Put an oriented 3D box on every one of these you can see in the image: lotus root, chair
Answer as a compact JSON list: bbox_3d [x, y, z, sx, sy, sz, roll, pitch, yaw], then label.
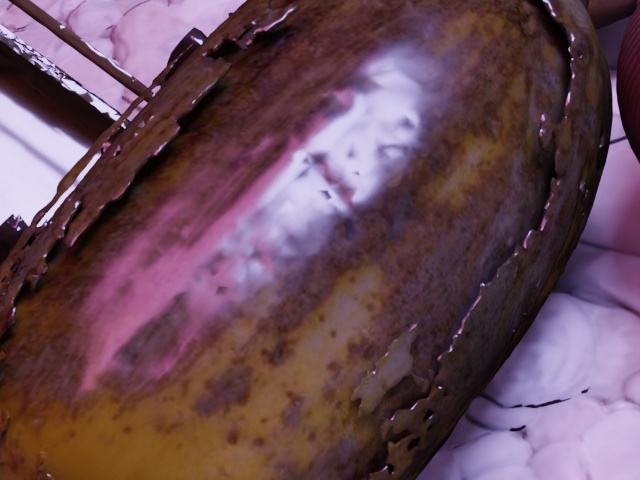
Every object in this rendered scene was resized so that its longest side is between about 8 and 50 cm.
[{"bbox_3d":[0.000,0.000,0.696,0.196,0.179,0.397,36,66,4],"label":"lotus root"},{"bbox_3d":[-0.188,-0.037,0.841,0.186,0.319,0.160,38,64,3],"label":"chair"}]

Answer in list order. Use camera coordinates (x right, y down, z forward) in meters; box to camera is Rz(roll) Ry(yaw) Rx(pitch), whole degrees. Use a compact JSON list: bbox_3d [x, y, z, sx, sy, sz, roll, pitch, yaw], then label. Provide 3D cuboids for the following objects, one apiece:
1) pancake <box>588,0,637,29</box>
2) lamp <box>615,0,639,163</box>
[{"bbox_3d":[0.153,-0.235,0.904,0.286,0.033,0.288,-48,39,20],"label":"pancake"},{"bbox_3d":[0.233,-0.096,0.703,0.180,0.180,0.258,9,48,31],"label":"lamp"}]
